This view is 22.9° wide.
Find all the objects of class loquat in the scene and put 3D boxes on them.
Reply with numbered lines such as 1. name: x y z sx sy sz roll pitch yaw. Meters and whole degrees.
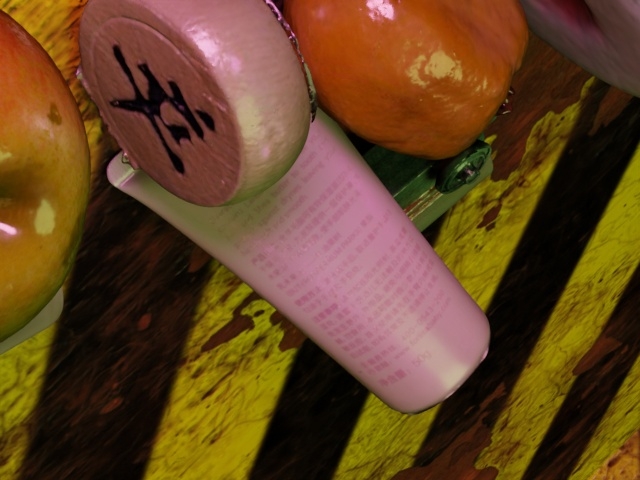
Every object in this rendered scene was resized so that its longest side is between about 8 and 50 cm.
1. loquat: 0.068 -0.164 1.267 0.234 0.176 0.187 34 73 -30

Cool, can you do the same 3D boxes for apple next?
1. apple: -0.261 -0.036 0.953 0.246 0.226 0.246 -33 140 -33

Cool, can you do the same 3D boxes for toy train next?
1. toy train: 0.056 -0.034 1.527 0.285 0.116 0.177 -40 163 -10

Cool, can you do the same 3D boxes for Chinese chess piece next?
1. Chinese chess piece: -0.092 -0.114 1.131 0.083 0.188 0.188 -36 151 -30

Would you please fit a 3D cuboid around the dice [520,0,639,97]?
1. dice: 0.266 -0.292 1.267 0.262 0.264 0.268 -48 157 -5

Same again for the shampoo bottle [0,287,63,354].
1. shampoo bottle: -0.306 0.080 1.242 0.221 0.051 0.108 -32 152 -24

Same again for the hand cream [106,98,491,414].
1. hand cream: 0.000 0.000 1.353 0.185 0.118 0.359 -43 111 0
